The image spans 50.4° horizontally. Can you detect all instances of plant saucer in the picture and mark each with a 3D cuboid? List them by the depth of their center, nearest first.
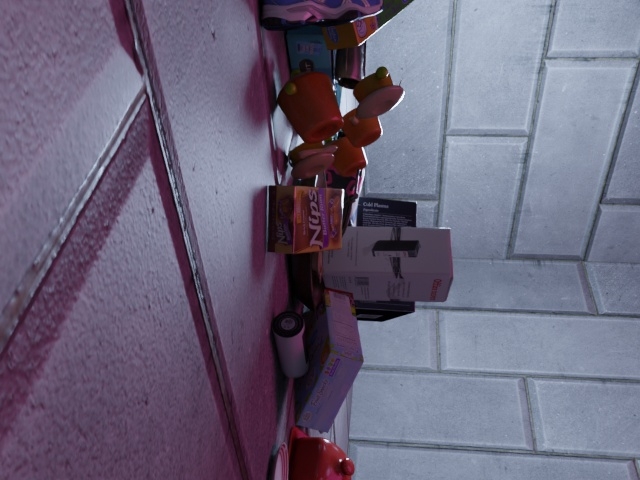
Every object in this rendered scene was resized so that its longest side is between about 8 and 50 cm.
[{"bbox_3d":[-0.021,-0.003,1.417,0.310,0.050,0.310,2,90,-84],"label":"plant saucer"}]

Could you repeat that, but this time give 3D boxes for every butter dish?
[{"bbox_3d":[0.013,0.462,1.354,0.160,0.118,0.160,49,31,-32],"label":"butter dish"}]

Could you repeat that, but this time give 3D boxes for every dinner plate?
[{"bbox_3d":[-0.075,0.424,1.185,0.141,0.017,0.141,1,90,-84],"label":"dinner plate"}]

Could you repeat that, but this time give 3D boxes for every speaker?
[{"bbox_3d":[-0.050,0.182,1.178,0.136,0.055,0.055,85,9,-48],"label":"speaker"}]

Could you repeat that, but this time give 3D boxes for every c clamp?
[{"bbox_3d":[0.042,-0.053,1.369,0.161,0.022,0.137,141,-37,-64],"label":"c clamp"}]

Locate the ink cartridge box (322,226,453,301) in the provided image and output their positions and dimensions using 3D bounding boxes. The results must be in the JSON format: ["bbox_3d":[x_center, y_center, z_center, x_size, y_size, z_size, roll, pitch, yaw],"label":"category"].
[{"bbox_3d":[0.147,0.055,1.500,0.197,0.273,0.114,77,16,-68],"label":"ink cartridge box"}]

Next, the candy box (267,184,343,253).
[{"bbox_3d":[-0.021,-0.036,1.141,0.187,0.053,0.109,-5,98,-62],"label":"candy box"}]

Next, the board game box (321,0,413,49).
[{"bbox_3d":[0.049,-0.512,1.129,0.242,0.064,0.316,-50,131,-42],"label":"board game box"}]

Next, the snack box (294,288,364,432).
[{"bbox_3d":[0.010,0.220,1.272,0.207,0.070,0.174,-99,-151,-62],"label":"snack box"}]

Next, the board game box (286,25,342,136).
[{"bbox_3d":[0.000,-0.417,1.364,0.253,0.079,0.336,82,12,-54],"label":"board game box"}]

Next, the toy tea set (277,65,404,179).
[{"bbox_3d":[0.015,-0.216,1.220,0.336,0.200,0.124,112,-45,-69],"label":"toy tea set"}]

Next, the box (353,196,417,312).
[{"bbox_3d":[0.148,0.068,1.991,0.343,0.179,0.312,134,-41,-75],"label":"box"}]

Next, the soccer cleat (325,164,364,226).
[{"bbox_3d":[0.042,-0.091,1.792,0.143,0.116,0.331,120,-23,-69],"label":"soccer cleat"}]

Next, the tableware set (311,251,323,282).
[{"bbox_3d":[0.000,0.000,1.308,0.141,0.020,0.168,-17,109,-83],"label":"tableware set"}]

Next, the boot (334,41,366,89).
[{"bbox_3d":[0.070,-0.395,1.302,0.190,0.076,0.208,-13,98,-68],"label":"boot"}]

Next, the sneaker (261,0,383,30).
[{"bbox_3d":[0.008,-0.362,1.011,0.080,0.211,0.081,5,-74,55],"label":"sneaker"}]

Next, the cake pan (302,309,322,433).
[{"bbox_3d":[-0.012,0.287,1.548,0.293,0.054,0.293,1,90,-84],"label":"cake pan"}]

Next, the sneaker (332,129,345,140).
[{"bbox_3d":[0.078,-0.274,1.994,0.255,0.094,0.151,-77,173,-51],"label":"sneaker"}]
